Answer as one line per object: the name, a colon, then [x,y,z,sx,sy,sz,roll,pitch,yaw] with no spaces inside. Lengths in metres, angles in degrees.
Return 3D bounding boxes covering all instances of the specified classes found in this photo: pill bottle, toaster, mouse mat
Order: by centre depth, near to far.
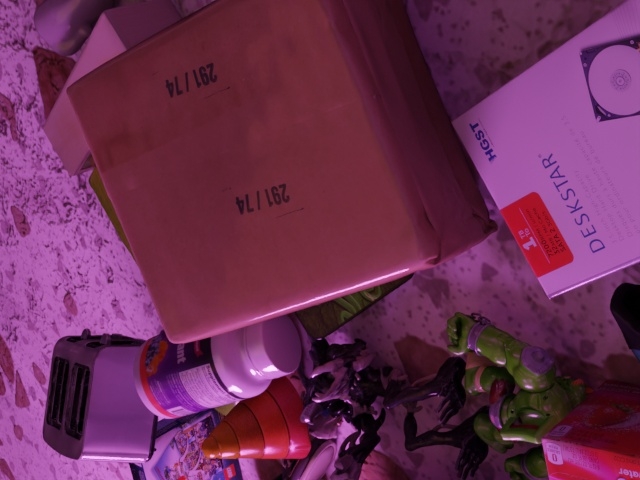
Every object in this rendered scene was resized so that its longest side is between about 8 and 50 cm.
mouse mat: [0.000,0.000,1.033,0.152,0.007,0.189,-37,82,19]
pill bottle: [-0.124,0.146,1.107,0.193,0.108,0.108,-20,95,28]
toaster: [-0.293,0.216,1.231,0.168,0.110,0.185,1,83,56]

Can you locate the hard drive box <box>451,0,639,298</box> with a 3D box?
hard drive box: [0.246,-0.080,0.722,0.232,0.089,0.181,-35,83,50]

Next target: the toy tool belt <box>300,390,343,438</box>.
toy tool belt: [-0.007,0.220,1.183,0.083,0.052,0.051,27,97,33]

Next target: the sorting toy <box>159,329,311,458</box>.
sorting toy: [-0.164,0.210,1.235,0.365,0.126,0.127,23,125,51]

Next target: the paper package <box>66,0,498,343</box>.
paper package: [-0.043,-0.088,0.905,0.325,0.168,0.309,-21,92,32]

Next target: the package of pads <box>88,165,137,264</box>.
package of pads: [-0.170,-0.027,1.182,0.296,0.101,0.229,57,139,9]

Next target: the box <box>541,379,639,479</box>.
box: [0.331,0.213,0.755,0.257,0.122,0.128,1,110,47]

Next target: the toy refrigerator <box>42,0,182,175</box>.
toy refrigerator: [-0.267,-0.193,1.201,0.094,0.102,0.269,58,139,7]

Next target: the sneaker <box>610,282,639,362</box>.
sneaker: [0.339,0.039,0.649,0.121,0.108,0.302,43,141,-9]

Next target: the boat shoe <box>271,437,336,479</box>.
boat shoe: [-0.037,0.318,1.240,0.065,0.075,0.206,43,140,19]

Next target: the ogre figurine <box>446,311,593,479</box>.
ogre figurine: [0.200,0.166,0.895,0.118,0.097,0.197,2,100,59]

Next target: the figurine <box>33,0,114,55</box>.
figurine: [-0.318,-0.379,1.178,0.209,0.092,0.215,-24,92,46]

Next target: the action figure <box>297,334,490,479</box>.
action figure: [0.050,0.190,1.033,0.276,0.141,0.164,-3,117,45]

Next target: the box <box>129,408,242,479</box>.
box: [-0.195,0.372,1.368,0.044,0.159,0.233,8,115,45]
